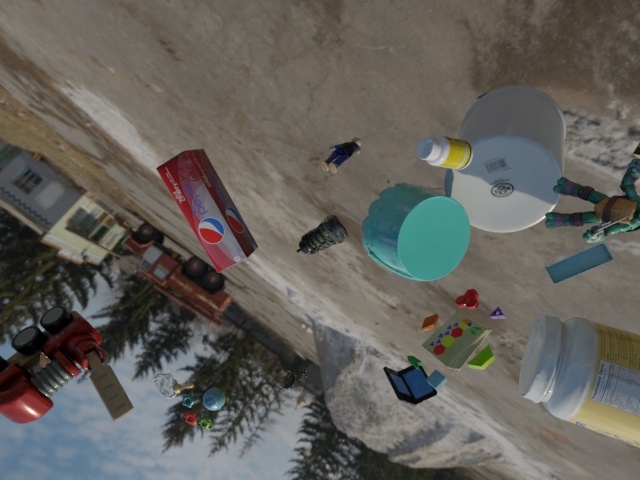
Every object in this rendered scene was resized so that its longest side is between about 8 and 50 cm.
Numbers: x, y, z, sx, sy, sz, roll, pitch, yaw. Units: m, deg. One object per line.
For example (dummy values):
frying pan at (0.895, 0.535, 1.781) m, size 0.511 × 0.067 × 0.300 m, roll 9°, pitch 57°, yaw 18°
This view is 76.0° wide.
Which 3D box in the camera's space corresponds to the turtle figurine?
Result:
turtle figurine at (0.579, -0.063, 0.818) m, size 0.118 × 0.175 × 0.234 m, roll 32°, pitch 176°, yaw -24°

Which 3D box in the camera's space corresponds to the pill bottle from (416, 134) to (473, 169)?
pill bottle at (0.264, -0.189, 0.875) m, size 0.116 × 0.065 × 0.065 m, roll 1°, pitch -176°, yaw -32°

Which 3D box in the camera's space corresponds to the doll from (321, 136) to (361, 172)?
doll at (0.079, -0.308, 1.431) m, size 0.129 × 0.189 × 0.046 m, roll 19°, pitch 142°, yaw 38°

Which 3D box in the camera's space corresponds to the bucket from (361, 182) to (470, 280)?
bucket at (0.279, -0.023, 1.187) m, size 0.281 × 0.281 × 0.183 m, roll 43°, pitch 176°, yaw -25°

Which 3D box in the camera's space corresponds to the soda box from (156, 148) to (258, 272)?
soda box at (-0.247, -0.068, 0.916) m, size 0.264 × 0.083 × 0.092 m, roll 61°, pitch -164°, yaw -9°

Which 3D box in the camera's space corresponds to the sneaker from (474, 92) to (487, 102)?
sneaker at (0.644, -0.510, 1.544) m, size 0.061 × 0.064 × 0.158 m, roll 37°, pitch -156°, yaw -49°

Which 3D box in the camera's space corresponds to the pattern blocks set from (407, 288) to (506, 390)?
pattern blocks set at (0.423, 0.306, 1.275) m, size 0.026 × 0.324 × 0.285 m, roll 53°, pitch 180°, yaw -26°

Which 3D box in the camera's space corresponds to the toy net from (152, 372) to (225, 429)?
toy net at (-0.421, 0.490, 1.284) m, size 0.232 × 0.122 × 0.045 m, roll 24°, pitch -175°, yaw 7°

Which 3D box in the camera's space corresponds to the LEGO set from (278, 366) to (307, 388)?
LEGO set at (-0.067, 0.357, 1.046) m, size 0.083 × 0.054 × 0.023 m, roll -19°, pitch 129°, yaw 22°

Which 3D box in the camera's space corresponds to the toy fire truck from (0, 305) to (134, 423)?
toy fire truck at (-0.523, 0.287, 0.834) m, size 0.246 × 0.217 × 0.159 m, roll 20°, pitch 141°, yaw 34°

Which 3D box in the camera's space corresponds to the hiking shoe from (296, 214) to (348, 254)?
hiking shoe at (0.000, 0.000, 1.160) m, size 0.086 × 0.114 × 0.227 m, roll 52°, pitch 160°, yaw 0°

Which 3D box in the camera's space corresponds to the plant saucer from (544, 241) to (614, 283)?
plant saucer at (0.854, 0.076, 1.360) m, size 0.067 × 0.191 × 0.018 m, roll 63°, pitch -162°, yaw 6°

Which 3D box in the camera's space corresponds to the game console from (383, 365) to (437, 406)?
game console at (0.301, 0.474, 1.389) m, size 0.124 × 0.085 × 0.144 m, roll 30°, pitch -163°, yaw -29°

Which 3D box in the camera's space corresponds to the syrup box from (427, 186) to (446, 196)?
syrup box at (0.408, -0.110, 1.461) m, size 0.096 × 0.237 × 0.093 m, roll -5°, pitch 113°, yaw 12°

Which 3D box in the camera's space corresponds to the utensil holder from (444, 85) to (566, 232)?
utensil holder at (0.568, -0.251, 1.258) m, size 0.327 × 0.386 × 0.328 m, roll 15°, pitch 132°, yaw 18°

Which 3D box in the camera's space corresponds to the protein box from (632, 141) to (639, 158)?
protein box at (1.011, -0.236, 1.087) m, size 0.199 × 0.136 × 0.201 m, roll 15°, pitch -162°, yaw -29°

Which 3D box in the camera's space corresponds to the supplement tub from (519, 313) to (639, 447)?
supplement tub at (0.655, 0.316, 0.927) m, size 0.330 × 0.241 × 0.241 m, roll 16°, pitch 158°, yaw 20°
